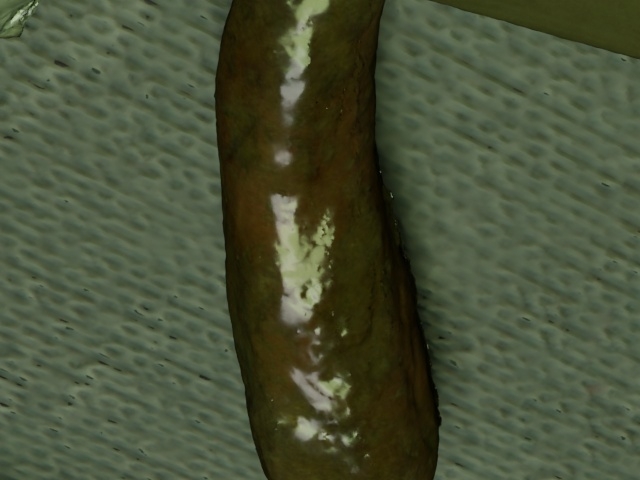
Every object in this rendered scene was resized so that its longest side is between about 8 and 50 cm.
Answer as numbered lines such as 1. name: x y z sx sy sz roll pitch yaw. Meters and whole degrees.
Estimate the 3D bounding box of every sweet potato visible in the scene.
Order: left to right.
1. sweet potato: 0.000 0.000 0.631 0.075 0.075 0.273 -2 123 7

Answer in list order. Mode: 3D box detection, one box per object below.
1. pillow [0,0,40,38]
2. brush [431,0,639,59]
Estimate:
1. pillow: -0.088 -0.159 0.528 0.128 0.051 0.229 30 126 -26
2. brush: 0.152 -0.064 0.583 0.282 0.048 0.054 16 128 -4
